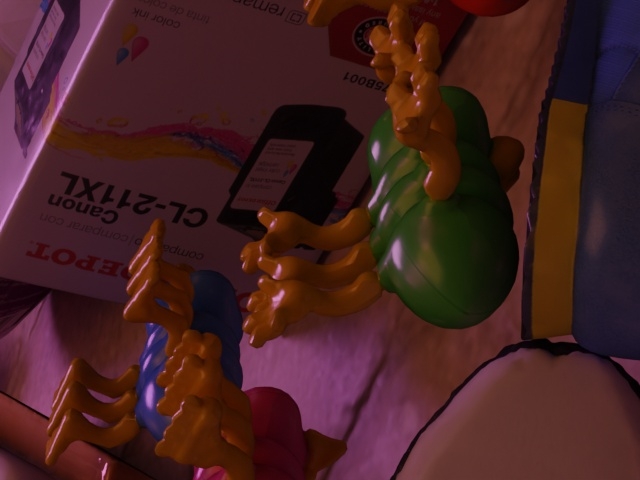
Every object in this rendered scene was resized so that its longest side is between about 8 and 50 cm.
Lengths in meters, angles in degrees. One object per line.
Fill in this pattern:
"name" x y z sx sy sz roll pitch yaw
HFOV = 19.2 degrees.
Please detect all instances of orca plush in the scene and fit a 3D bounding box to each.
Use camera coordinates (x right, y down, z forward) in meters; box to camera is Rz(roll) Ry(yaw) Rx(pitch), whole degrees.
"orca plush" 0.059 0.177 0.480 0.151 0.102 0.287 -13 68 11

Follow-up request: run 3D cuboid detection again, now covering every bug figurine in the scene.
"bug figurine" 0.000 0.000 0.578 0.279 0.072 0.216 -56 18 29

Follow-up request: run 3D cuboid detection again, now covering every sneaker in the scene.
"sneaker" 0.104 -0.052 0.513 0.069 0.082 0.209 80 -163 -48

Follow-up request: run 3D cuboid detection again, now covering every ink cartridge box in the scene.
"ink cartridge box" -0.041 -0.058 0.711 0.175 0.127 0.072 -60 31 30

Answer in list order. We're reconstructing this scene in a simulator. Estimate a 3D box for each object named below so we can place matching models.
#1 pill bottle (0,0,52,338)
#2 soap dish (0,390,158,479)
"pill bottle" -0.149 -0.069 0.881 0.301 0.169 0.169 -39 43 50
"soap dish" -0.139 0.178 0.789 0.291 0.118 0.229 12 87 63
